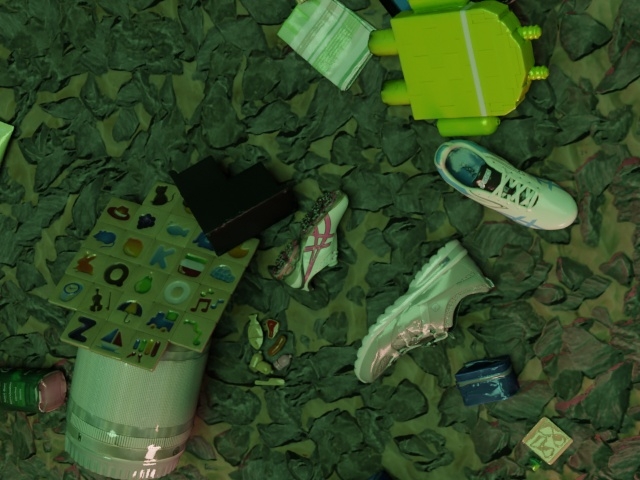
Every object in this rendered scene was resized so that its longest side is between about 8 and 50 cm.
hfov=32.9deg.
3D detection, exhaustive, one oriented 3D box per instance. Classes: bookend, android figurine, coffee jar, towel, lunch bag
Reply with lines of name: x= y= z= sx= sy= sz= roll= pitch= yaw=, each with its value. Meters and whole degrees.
bookend: x=-0.147 y=-0.082 z=1.812 sx=0.156 sy=0.072 sz=0.157 roll=-31 pitch=57 yaw=-6
android figurine: x=0.207 y=-0.270 z=1.628 sx=0.273 sy=0.056 sz=0.248 roll=-2 pitch=117 yaw=34
coffee jar: x=-0.576 y=0.276 z=2.025 sx=0.184 sy=0.096 sz=0.079 roll=0 pitch=96 yaw=19
towel: x=0.014 y=-0.329 z=1.751 sx=0.152 sy=0.023 sz=0.113 roll=41 pitch=109 yaw=9
lunch bag: x=0.261 y=0.220 z=1.730 sx=0.098 sy=0.067 sz=0.065 roll=-16 pitch=93 yaw=23

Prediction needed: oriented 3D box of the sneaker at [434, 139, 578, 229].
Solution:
sneaker: x=0.280 y=-0.081 z=1.664 sx=0.237 sy=0.086 sz=0.085 roll=27 pitch=105 yaw=12

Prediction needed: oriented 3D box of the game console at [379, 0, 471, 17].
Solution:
game console: x=0.168 y=-0.348 z=1.667 sx=0.122 sy=0.071 sz=0.107 roll=-20 pitch=91 yaw=22

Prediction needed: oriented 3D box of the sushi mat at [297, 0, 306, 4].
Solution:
sushi mat: x=-0.063 y=-0.534 z=1.685 sx=0.151 sy=0.019 sz=0.316 roll=-33 pitch=98 yaw=20

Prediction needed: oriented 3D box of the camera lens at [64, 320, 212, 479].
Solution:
camera lens: x=-0.313 y=0.241 z=1.859 sx=0.219 sy=0.219 sz=0.274 roll=18 pitch=105 yaw=16

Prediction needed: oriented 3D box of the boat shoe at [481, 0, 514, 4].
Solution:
boat shoe: x=0.242 y=-0.500 z=1.604 sx=0.114 sy=0.091 sz=0.302 roll=-16 pitch=93 yaw=21

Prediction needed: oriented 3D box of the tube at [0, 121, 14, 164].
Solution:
tube: x=-0.637 y=-0.113 z=2.005 sx=0.070 sy=0.062 sz=0.240 roll=15 pitch=102 yaw=-25

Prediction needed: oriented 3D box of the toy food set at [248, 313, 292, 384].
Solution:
toy food set: x=-0.086 y=0.188 z=1.877 sx=0.078 sy=0.019 sz=0.122 roll=-1 pitch=91 yaw=20

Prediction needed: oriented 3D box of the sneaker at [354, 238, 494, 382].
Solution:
sneaker: x=0.160 y=0.134 z=1.732 sx=0.115 sy=0.105 sz=0.281 roll=41 pitch=109 yaw=9

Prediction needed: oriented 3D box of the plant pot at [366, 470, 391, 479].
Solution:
plant pot: x=0.060 y=0.553 z=1.768 sx=0.236 sy=0.236 sz=0.212 roll=-43 pitch=86 yaw=22

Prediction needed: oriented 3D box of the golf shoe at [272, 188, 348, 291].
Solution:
golf shoe: x=0.000 y=0.000 z=1.797 sx=0.086 sy=0.067 sz=0.186 roll=29 pitch=109 yaw=-15

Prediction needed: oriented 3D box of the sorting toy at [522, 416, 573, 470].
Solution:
sorting toy: x=0.356 y=0.330 z=1.743 sx=0.062 sy=0.012 sz=0.083 roll=40 pitch=106 yaw=5

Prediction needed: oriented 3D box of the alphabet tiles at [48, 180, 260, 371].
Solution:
alphabet tiles: x=-0.274 y=0.050 z=1.795 sx=0.285 sy=0.342 sz=0.011 roll=15 pitch=147 yaw=17
